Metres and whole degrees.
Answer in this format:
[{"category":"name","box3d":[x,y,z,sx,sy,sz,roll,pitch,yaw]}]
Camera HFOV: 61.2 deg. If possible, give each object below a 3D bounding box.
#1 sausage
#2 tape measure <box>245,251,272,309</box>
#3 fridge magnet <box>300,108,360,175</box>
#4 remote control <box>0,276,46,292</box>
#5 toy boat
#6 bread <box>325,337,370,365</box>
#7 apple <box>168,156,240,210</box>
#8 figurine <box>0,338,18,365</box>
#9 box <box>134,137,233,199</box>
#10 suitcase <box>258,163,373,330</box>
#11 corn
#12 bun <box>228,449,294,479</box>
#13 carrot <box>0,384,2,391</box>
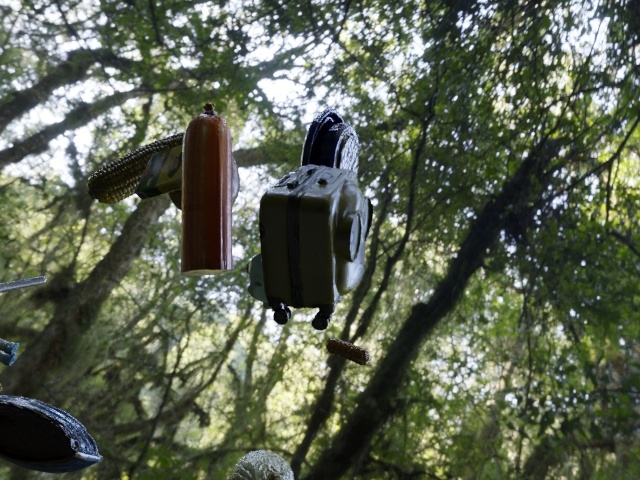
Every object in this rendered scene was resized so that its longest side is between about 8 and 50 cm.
[{"category":"sausage","box3d":[-0.202,-0.095,0.966,0.093,0.093,0.311,-9,-103,36]},{"category":"tape measure","box3d":[-0.109,0.118,1.648,0.243,0.125,0.246,-21,-28,19]},{"category":"fridge magnet","box3d":[0.024,-0.198,1.374,0.113,0.265,0.265,8,-52,22]},{"category":"remote control","box3d":[-0.793,0.123,1.325,0.067,0.261,0.029,-13,-90,19]},{"category":"toy boat","box3d":[-0.615,0.413,1.160,0.309,0.129,0.142,23,-20,-2]},{"category":"bread","box3d":[0.083,0.339,1.657,0.157,0.044,0.052,13,-83,37]},{"category":"apple","box3d":[-0.330,-0.169,1.527,0.211,0.211,0.187,5,-70,29]},{"category":"figurine","box3d":[-0.763,0.183,1.127,0.260,0.102,0.205,26,-44,-3]},{"category":"box","box3d":[-0.320,-0.174,1.265,0.235,0.132,0.034,-11,-41,27]},{"category":"suitcase","box3d":[0.000,0.000,0.876,0.143,0.194,0.234,7,-65,18]},{"category":"corn","box3d":[-0.544,-0.225,1.670,0.120,0.363,0.120,47,-23,27]},{"category":"bun","box3d":[-0.162,0.728,1.590,0.220,0.220,0.134,40,-42,-2]},{"category":"carrot","box3d":[-0.627,0.268,0.908,0.210,0.061,0.061,-13,-60,7]}]
